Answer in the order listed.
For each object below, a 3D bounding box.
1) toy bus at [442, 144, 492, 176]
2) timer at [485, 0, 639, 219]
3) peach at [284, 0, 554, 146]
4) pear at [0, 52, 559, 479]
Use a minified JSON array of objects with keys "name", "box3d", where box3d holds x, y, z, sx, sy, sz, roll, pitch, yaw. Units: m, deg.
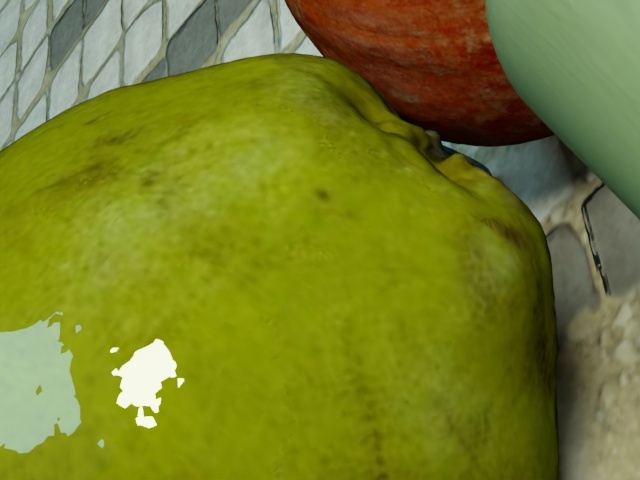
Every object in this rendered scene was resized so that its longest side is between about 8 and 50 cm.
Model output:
[{"name":"toy bus","box3d":[0.001,0.003,0.914,0.236,0.094,0.079,-20,49,52]},{"name":"timer","box3d":[0.241,-0.022,0.392,0.291,0.290,0.315,-50,55,32]},{"name":"peach","box3d":[0.100,-0.155,0.723,0.256,0.232,0.232,37,106,46]},{"name":"pear","box3d":[-0.070,0.112,0.710,0.413,0.352,0.352,-56,32,20]}]
